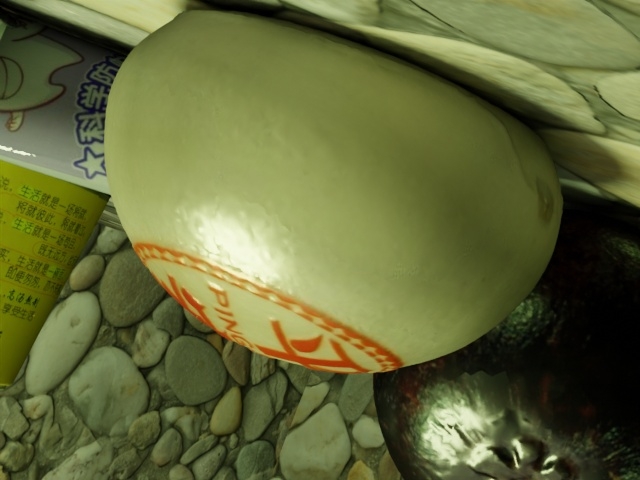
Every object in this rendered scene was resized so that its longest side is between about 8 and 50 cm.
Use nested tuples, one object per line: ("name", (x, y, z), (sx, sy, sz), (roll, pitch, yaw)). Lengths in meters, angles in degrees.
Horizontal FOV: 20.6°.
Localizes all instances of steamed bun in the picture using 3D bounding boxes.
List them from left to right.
("steamed bun", (-0.003, -0.012, 0.865), (0.232, 0.145, 0.232), (21, 176, 2))

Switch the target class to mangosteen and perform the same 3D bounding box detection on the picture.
("mangosteen", (0.136, 0.074, 1.011), (0.216, 0.216, 0.216), (21, 175, 2))

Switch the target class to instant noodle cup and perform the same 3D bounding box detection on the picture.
("instant noodle cup", (-0.246, -0.027, 1.254), (0.216, 0.236, 0.215), (20, 178, 1))

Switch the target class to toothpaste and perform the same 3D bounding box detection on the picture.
("toothpaste", (-0.155, -0.079, 1.071), (0.371, 0.125, 0.080), (19, 141, 1))

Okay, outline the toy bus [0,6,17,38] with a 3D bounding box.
("toy bus", (-0.279, -0.138, 1.003), (0.194, 0.089, 0.087), (22, 175, 9))
